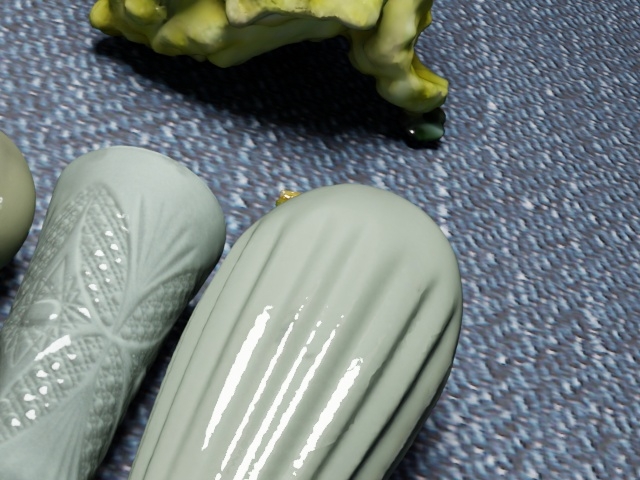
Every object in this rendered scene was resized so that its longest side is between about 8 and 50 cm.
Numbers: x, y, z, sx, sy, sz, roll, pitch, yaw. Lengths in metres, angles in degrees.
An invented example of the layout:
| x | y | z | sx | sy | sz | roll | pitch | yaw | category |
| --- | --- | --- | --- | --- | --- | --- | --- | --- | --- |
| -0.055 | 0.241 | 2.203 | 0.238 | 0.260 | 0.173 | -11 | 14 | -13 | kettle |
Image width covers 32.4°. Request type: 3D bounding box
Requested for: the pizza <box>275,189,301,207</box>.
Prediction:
| x | y | z | sx | sy | sz | roll | pitch | yaw | category |
| --- | --- | --- | --- | --- | --- | --- | --- | --- | --- |
| 0.000 | -0.001 | 0.682 | 0.083 | 0.025 | 0.078 | 30 | 37 | 7 | pizza |

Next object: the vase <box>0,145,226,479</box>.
| x | y | z | sx | sy | sz | roll | pitch | yaw | category |
| --- | --- | --- | --- | --- | --- | --- | --- | --- | --- |
| -0.117 | 0.057 | 0.511 | 0.096 | 0.096 | 0.219 | 21 | 42 | -4 | vase |

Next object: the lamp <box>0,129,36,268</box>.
| x | y | z | sx | sy | sz | roll | pitch | yaw | category |
| --- | --- | --- | --- | --- | --- | --- | --- | --- | --- |
| -0.205 | 0.011 | 0.532 | 0.091 | 0.091 | 0.163 | 24 | 55 | 1 | lamp |

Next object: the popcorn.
| x | y | z | sx | sy | sz | roll | pitch | yaw | category |
| --- | --- | --- | --- | --- | --- | --- | --- | --- | --- |
| -0.031 | -0.227 | 0.756 | 0.292 | 0.237 | 0.293 | 14 | 36 | -10 | popcorn |

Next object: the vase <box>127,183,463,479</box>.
| x | y | z | sx | sy | sz | roll | pitch | yaw | category |
| --- | --- | --- | --- | --- | --- | --- | --- | --- | --- |
| -0.019 | 0.084 | 0.507 | 0.128 | 0.128 | 0.248 | 27 | 49 | 4 | vase |
